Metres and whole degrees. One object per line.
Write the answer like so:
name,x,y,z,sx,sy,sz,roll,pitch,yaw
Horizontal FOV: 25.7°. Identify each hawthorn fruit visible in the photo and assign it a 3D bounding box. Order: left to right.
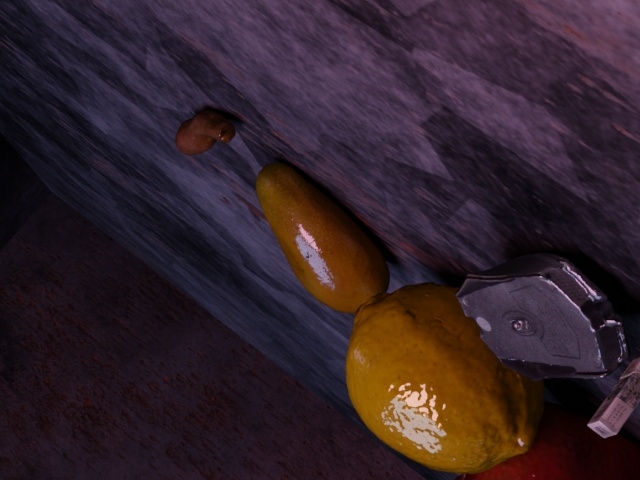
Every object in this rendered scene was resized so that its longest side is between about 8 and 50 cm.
hawthorn fruit,0.303,0.346,1.690,0.307,0.265,0.265,23,170,-1

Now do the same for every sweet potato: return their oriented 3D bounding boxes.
sweet potato,-0.143,-0.137,1.765,0.050,0.050,0.214,42,166,-13

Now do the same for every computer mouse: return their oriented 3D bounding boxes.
computer mouse,0.214,0.061,1.312,0.126,0.071,0.231,56,156,-10

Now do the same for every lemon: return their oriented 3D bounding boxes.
lemon,0.139,0.155,1.591,0.260,0.204,0.204,39,170,23

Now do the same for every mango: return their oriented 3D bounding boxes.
mango,0.000,0.000,1.732,0.227,0.099,0.136,52,169,-18

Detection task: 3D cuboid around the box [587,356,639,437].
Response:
box,0.294,0.150,1.353,0.024,0.083,0.054,37,169,8
